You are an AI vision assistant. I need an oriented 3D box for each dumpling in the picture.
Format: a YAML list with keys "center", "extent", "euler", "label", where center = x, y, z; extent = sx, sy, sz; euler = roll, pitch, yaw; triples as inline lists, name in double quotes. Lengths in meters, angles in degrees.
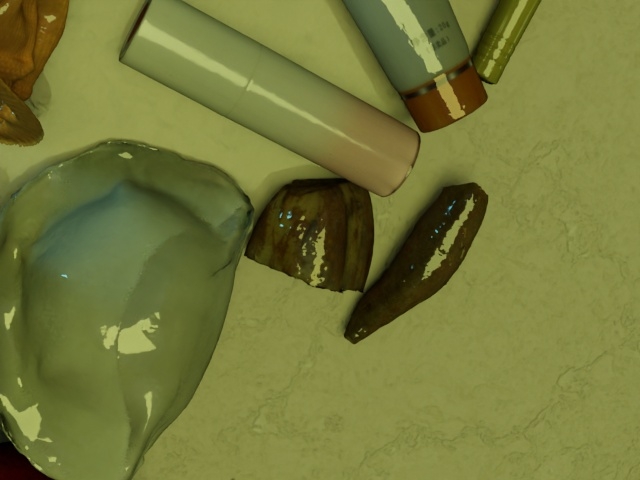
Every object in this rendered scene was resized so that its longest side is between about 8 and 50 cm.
- center: [-0.229, 0.064, 1.004]
  extent: [0.260, 0.181, 0.341]
  euler: [26, 98, -10]
  label: "dumpling"

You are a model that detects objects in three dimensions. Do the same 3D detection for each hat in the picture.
- center: [-0.332, -0.253, 0.911]
  extent: [0.244, 0.233, 0.233]
  euler: [21, 70, 4]
  label: "hat"

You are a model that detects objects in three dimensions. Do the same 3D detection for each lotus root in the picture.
- center: [0.000, -0.004, 1.089]
  extent: [0.159, 0.095, 0.135]
  euler: [5, 101, -21]
  label: "lotus root"

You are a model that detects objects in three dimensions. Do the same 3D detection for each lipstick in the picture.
- center: [-0.049, -0.153, 1.031]
  extent: [0.327, 0.087, 0.087]
  euler: [26, 99, -20]
  label: "lipstick"

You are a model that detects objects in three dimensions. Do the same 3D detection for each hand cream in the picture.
- center: [0.080, -0.274, 1.036]
  extent: [0.140, 0.089, 0.314]
  euler: [-35, 102, -10]
  label: "hand cream"

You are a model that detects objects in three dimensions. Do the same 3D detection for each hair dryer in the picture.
- center: [0.232, -0.309, 1.063]
  extent: [0.135, 0.090, 0.278]
  euler: [21, 106, -19]
  label: "hair dryer"

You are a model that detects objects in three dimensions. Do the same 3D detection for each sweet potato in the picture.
- center: [0.119, 0.032, 1.142]
  extent: [0.077, 0.077, 0.243]
  euler: [30, 104, -20]
  label: "sweet potato"

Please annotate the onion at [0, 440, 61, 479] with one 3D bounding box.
- center: [-0.340, 0.340, 1.025]
  extent: [0.276, 0.276, 0.276]
  euler: [-4, 107, -13]
  label: "onion"
